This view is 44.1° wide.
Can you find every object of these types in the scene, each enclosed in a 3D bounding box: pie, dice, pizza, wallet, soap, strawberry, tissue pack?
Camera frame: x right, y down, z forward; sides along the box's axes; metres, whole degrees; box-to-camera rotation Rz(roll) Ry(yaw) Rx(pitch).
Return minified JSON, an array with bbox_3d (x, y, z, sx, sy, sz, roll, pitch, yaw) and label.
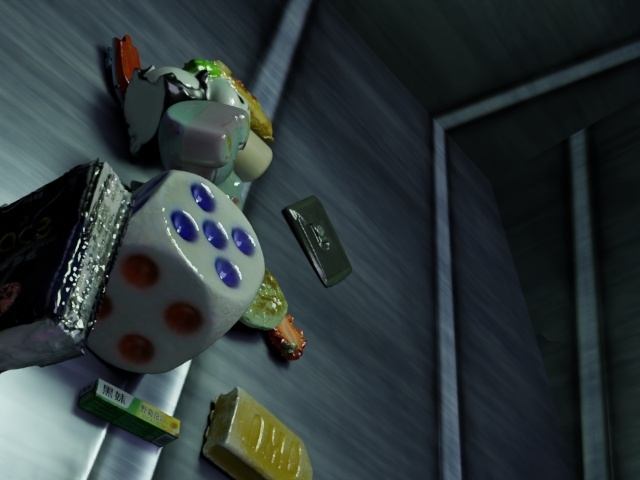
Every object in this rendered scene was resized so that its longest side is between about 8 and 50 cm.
[{"bbox_3d":[-0.161,0.096,1.705,0.240,0.054,0.240,44,19,-19],"label":"pie"},{"bbox_3d":[-0.270,0.053,1.353,0.251,0.259,0.243,50,25,-17],"label":"dice"},{"bbox_3d":[-0.242,-0.399,2.002,0.287,0.075,0.280,51,3,37],"label":"pizza"},{"bbox_3d":[0.000,0.000,2.149,0.245,0.052,0.168,62,29,1],"label":"wallet"},{"bbox_3d":[-0.111,0.397,1.484,0.232,0.073,0.140,47,32,-27],"label":"soap"},{"bbox_3d":[-0.083,0.210,1.772,0.104,0.048,0.152,32,20,-32],"label":"strawberry"},{"bbox_3d":[-0.414,0.040,1.125,0.332,0.245,0.123,-88,155,-49],"label":"tissue pack"}]

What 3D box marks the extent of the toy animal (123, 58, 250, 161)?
[{"bbox_3d":[-0.275,-0.283,1.703,0.267,0.212,0.212,-10,70,-41],"label":"toy animal"}]

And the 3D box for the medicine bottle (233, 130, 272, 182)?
[{"bbox_3d":[-0.235,-0.254,1.913,0.252,0.114,0.114,42,30,-32],"label":"medicine bottle"}]

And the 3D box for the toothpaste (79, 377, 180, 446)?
[{"bbox_3d":[-0.307,0.282,1.286,0.178,0.043,0.037,40,31,-35],"label":"toothpaste"}]

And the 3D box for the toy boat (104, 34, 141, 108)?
[{"bbox_3d":[-0.435,-0.371,1.743,0.069,0.059,0.172,17,55,-54],"label":"toy boat"}]

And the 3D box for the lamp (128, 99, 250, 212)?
[{"bbox_3d":[-0.266,-0.114,1.540,0.248,0.301,0.247,13,30,4],"label":"lamp"}]
